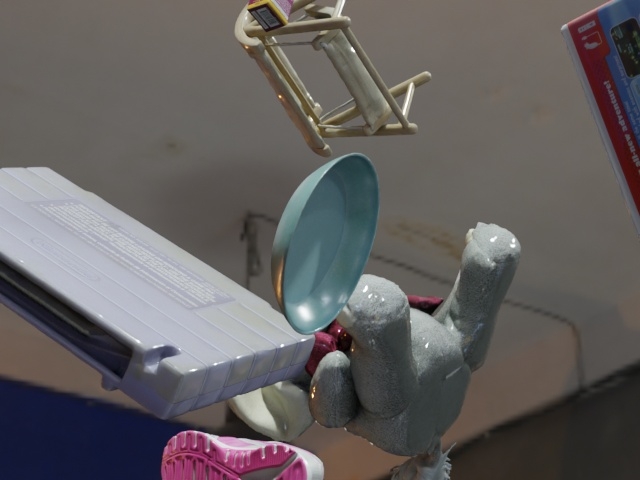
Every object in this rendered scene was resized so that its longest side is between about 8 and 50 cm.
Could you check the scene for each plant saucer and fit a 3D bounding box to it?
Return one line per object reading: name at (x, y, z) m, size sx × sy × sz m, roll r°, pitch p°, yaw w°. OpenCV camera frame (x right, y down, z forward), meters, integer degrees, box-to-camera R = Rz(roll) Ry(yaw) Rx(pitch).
plant saucer at (0.000, 0.000, 0.804) m, size 0.021 × 0.119 × 0.119 m, roll 19°, pitch -22°, yaw 25°

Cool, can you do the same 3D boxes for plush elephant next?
plush elephant at (0.040, 0.113, 1.418) m, size 0.255 × 0.272 × 0.330 m, roll 26°, pitch -52°, yaw 35°

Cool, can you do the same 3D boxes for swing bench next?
swing bench at (0.012, -0.290, 2.155) m, size 0.254 × 0.165 × 0.253 m, roll -13°, pitch -51°, yaw 30°

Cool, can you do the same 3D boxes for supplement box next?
supplement box at (-0.073, -0.368, 1.937) m, size 0.043 × 0.083 × 0.055 m, roll -12°, pitch -42°, yaw 33°

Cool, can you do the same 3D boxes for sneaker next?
sneaker at (-0.103, 0.317, 1.722) m, size 0.252 × 0.103 × 0.111 m, roll 3°, pitch -10°, yaw 33°

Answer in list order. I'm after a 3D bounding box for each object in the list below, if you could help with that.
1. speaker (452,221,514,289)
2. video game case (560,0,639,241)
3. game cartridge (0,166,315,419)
speaker at (0.219, 0.046, 1.758) m, size 0.055 × 0.136 × 0.055 m, roll 21°, pitch 0°, yaw 0°
video game case at (0.314, -0.109, 0.839) m, size 0.285 × 0.204 × 0.025 m, roll -25°, pitch -9°, yaw 38°
game cartridge at (-0.199, 0.035, 1.148) m, size 0.355 × 0.068 × 0.230 m, roll 31°, pitch 13°, yaw 24°
